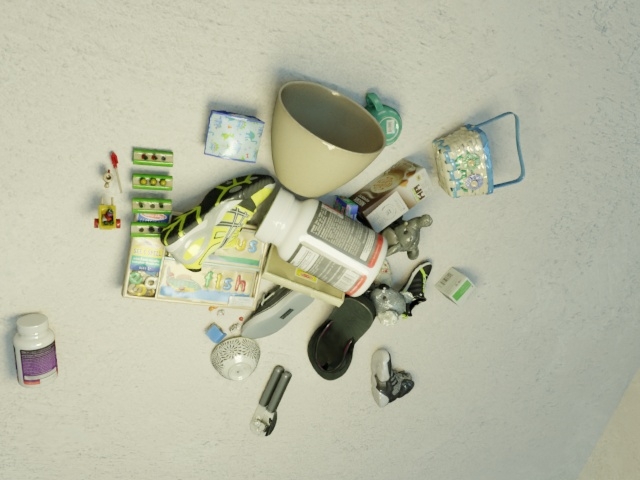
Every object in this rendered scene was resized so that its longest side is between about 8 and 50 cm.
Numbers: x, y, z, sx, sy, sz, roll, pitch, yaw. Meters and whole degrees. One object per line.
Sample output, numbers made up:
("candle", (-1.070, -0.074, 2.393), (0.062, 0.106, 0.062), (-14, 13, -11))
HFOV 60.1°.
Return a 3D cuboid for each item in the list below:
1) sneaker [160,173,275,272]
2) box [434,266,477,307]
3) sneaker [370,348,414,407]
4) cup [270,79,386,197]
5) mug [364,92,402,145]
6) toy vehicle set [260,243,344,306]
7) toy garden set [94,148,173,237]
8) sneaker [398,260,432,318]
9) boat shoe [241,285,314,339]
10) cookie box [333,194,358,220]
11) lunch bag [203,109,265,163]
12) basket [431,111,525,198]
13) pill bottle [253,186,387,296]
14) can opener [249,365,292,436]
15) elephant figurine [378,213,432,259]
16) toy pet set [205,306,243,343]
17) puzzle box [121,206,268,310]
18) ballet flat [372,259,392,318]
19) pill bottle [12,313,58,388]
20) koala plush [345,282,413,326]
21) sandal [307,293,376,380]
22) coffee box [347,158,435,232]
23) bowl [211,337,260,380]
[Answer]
("sneaker", (-0.279, -0.062, 1.604), (0.384, 0.145, 0.147), (-39, 121, -24))
("box", (0.512, 0.177, 2.090), (0.101, 0.102, 0.087), (-48, 122, 0))
("sneaker", (0.280, 0.515, 2.135), (0.153, 0.101, 0.269), (-12, 121, -19))
("cup", (-0.012, -0.264, 1.592), (0.331, 0.331, 0.237), (11, 130, -26))
("mug", (0.181, -0.366, 1.729), (0.157, 0.097, 0.129), (33, 96, -30))
("toy vehicle set", (-0.042, 0.089, 1.749), (0.267, 0.166, 0.035), (22, 141, -11))
("toy garden set", (-0.509, -0.130, 1.518), (0.203, 0.049, 0.244), (1, 92, -23))
("sneaker", (0.353, 0.185, 2.003), (0.235, 0.097, 0.084), (-53, 145, -11))
("boat shoe", (-0.150, 0.214, 1.822), (0.113, 0.105, 0.306), (24, 125, -40))
("cookie box", (0.077, -0.088, 1.793), (0.040, 0.107, 0.092), (1, 110, -23))
("lunch bag", (-0.252, -0.297, 1.575), (0.151, 0.096, 0.129), (1, 111, -34))
("basket", (0.538, -0.271, 1.859), (0.289, 0.201, 0.255), (-21, 117, -3))
("pill bottle", (0.000, 0.000, 1.660), (0.363, 0.210, 0.210), (29, 98, -8))
("can opener", (-0.176, 0.579, 1.991), (0.093, 0.074, 0.280), (-4, 119, -59))
("elephant figurine", (0.264, -0.007, 1.828), (0.169, 0.239, 0.186), (-29, 119, -10))
("toy pet set", (-0.319, 0.272, 1.796), (0.114, 0.065, 0.122), (-44, 120, -1))
("puzzle box", (-0.366, 0.058, 1.668), (0.409, 0.052, 0.272), (9, 95, -26))
("ballet flat", (0.227, 0.180, 1.985), (0.091, 0.077, 0.241), (-10, 114, -20))
("pill bottle", (-0.813, 0.312, 1.578), (0.108, 0.108, 0.193), (-3, 112, -22))
("koala plush", (0.190, 0.202, 1.868), (0.196, 0.221, 0.203), (-44, 139, -50))
("sandal", (0.044, 0.345, 1.862), (0.107, 0.167, 0.446), (-48, 165, -46))
("coffee box", (0.228, -0.148, 1.814), (0.246, 0.141, 0.098), (-37, 120, -6))
("bowl", (-0.275, 0.414, 1.847), (0.170, 0.080, 0.170), (-10, 126, -13))
